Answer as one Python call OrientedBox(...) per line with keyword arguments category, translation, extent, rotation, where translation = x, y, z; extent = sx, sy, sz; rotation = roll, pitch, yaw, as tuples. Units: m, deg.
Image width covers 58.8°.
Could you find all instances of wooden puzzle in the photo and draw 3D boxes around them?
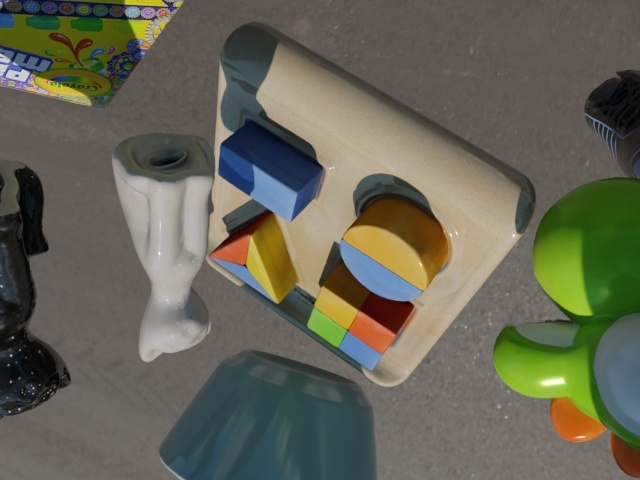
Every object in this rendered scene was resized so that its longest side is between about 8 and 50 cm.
OrientedBox(category="wooden puzzle", translation=(0.000, 0.000, 0.605), extent=(0.322, 0.080, 0.347), rotation=(34, 139, 12))

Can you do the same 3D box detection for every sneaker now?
OrientedBox(category="sneaker", translation=(0.286, -0.108, 0.516), extent=(0.090, 0.232, 0.081), rotation=(46, 113, 6))

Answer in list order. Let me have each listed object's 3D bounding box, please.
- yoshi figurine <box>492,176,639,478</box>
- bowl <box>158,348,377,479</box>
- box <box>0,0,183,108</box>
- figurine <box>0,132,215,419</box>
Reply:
OrientedBox(category="yoshi figurine", translation=(0.276, 0.031, 0.330), extent=(0.362, 0.203, 0.203), rotation=(-6, 138, 39))
OrientedBox(category="bowl", translation=(-0.050, 0.255, 0.795), extent=(0.312, 0.163, 0.311), rotation=(16, 172, 2))
OrientedBox(category="box", translation=(-0.201, -0.308, 0.409), extent=(0.279, 0.177, 0.289), rotation=(-33, 64, 38))
OrientedBox(category="figurine", translation=(-0.175, 0.035, 0.446), extent=(0.092, 0.215, 0.209), rotation=(41, 135, 41))
